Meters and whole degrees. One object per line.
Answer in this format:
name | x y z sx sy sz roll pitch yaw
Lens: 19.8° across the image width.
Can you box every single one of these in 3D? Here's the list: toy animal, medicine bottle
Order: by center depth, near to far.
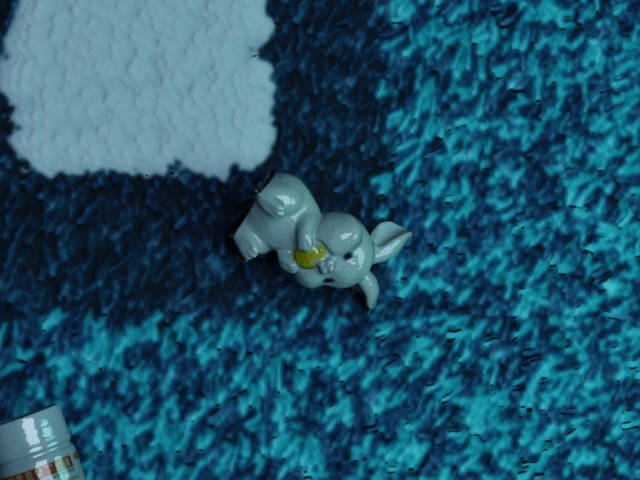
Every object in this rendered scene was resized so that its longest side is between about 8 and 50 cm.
medicine bottle | -0.195 0.165 1.285 0.057 0.057 0.089 -18 89 -21
toy animal | -0.001 0.002 1.367 0.124 0.085 0.071 32 107 1
